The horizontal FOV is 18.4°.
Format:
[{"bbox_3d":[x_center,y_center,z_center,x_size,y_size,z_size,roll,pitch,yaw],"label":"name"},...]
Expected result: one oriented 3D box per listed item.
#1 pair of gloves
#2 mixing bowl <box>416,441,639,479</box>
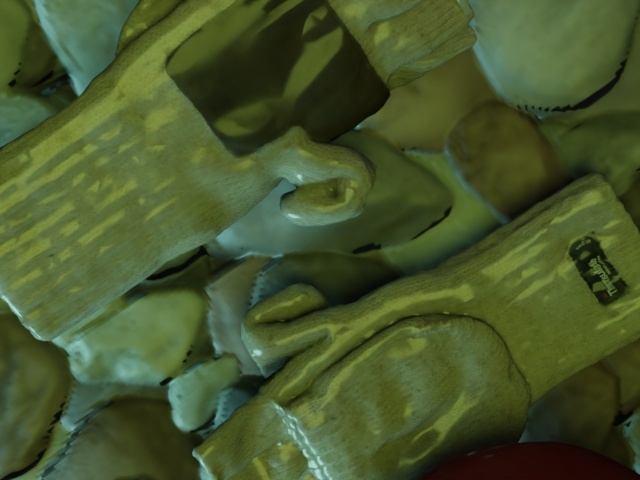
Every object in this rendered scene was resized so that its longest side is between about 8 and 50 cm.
[{"bbox_3d":[0.000,0.000,0.755,0.204,0.042,0.240,-41,114,1],"label":"pair of gloves"},{"bbox_3d":[0.076,0.143,0.763,0.181,0.098,0.181,-17,139,-15],"label":"mixing bowl"}]
